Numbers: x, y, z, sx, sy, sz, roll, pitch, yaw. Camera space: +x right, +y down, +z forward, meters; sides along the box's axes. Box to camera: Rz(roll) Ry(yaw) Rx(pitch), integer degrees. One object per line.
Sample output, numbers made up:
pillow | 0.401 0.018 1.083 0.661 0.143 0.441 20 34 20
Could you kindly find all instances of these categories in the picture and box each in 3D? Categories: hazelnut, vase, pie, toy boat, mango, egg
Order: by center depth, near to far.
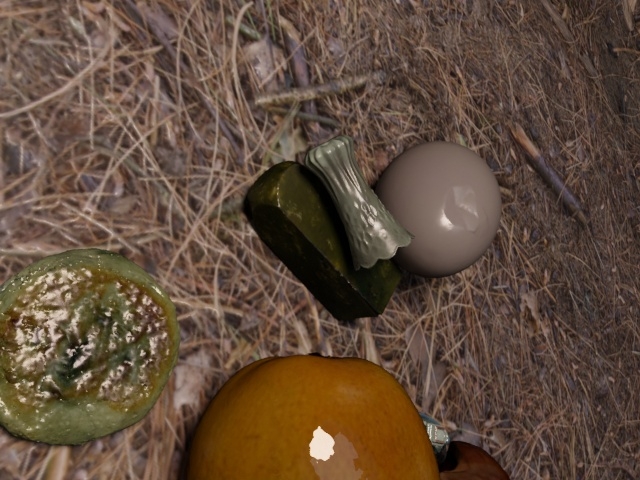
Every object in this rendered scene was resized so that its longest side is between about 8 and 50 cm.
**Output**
pie | -0.218 0.097 0.520 0.187 0.041 0.186 9 76 -39
mango | 0.008 0.288 0.562 0.264 0.221 0.378 -19 104 -46
vase | 0.040 -0.048 0.648 0.081 0.081 0.148 -34 98 -39
hazelnut | 0.180 0.369 0.732 0.161 0.170 0.201 20 38 -11
toy boat | 0.134 0.265 0.767 0.140 0.066 0.059 25 62 -35
egg | 0.158 -0.042 0.767 0.176 0.176 0.232 58 26 -15

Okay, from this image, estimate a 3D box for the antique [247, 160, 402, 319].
antique | 0.000 0.000 0.703 0.221 0.080 0.081 48 53 -21
